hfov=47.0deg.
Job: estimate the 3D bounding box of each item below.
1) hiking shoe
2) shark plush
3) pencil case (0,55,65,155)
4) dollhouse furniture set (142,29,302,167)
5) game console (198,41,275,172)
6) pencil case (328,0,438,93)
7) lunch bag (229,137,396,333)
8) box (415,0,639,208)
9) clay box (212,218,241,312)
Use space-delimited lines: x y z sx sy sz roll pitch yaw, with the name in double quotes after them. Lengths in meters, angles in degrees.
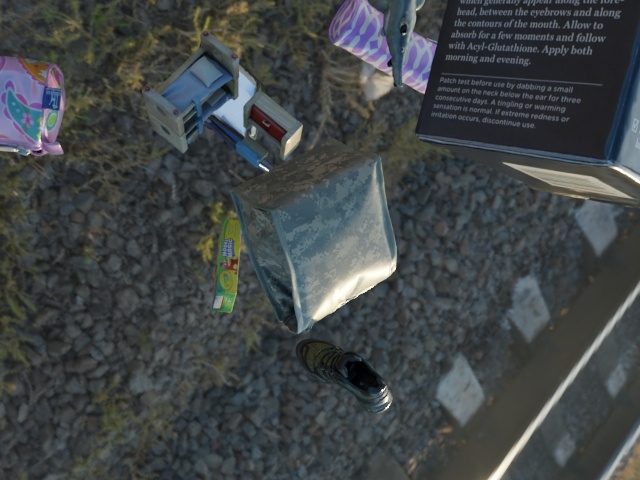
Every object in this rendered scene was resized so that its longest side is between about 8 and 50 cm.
0.045 0.246 1.464 0.086 0.227 0.114 -49 152 -28 "hiking shoe"
0.107 -0.304 1.048 0.073 0.067 0.161 14 99 -10 "shark plush"
-0.451 -0.167 0.878 0.284 0.124 0.124 4 115 -12 "pencil case"
-0.136 -0.175 1.052 0.129 0.184 0.129 -49 175 -15 "dollhouse furniture set"
-0.145 -0.265 1.590 0.293 0.173 0.250 31 69 -67 "game console"
0.114 -0.304 1.144 0.206 0.086 0.088 21 117 -27 "pencil case"
0.000 0.000 1.306 0.235 0.169 0.287 -30 124 -25 "lunch bag"
0.303 -0.253 0.775 0.293 0.212 0.395 12 93 -50 "box"
-0.225 0.048 1.778 0.053 0.222 0.127 6 152 -11 "clay box"
